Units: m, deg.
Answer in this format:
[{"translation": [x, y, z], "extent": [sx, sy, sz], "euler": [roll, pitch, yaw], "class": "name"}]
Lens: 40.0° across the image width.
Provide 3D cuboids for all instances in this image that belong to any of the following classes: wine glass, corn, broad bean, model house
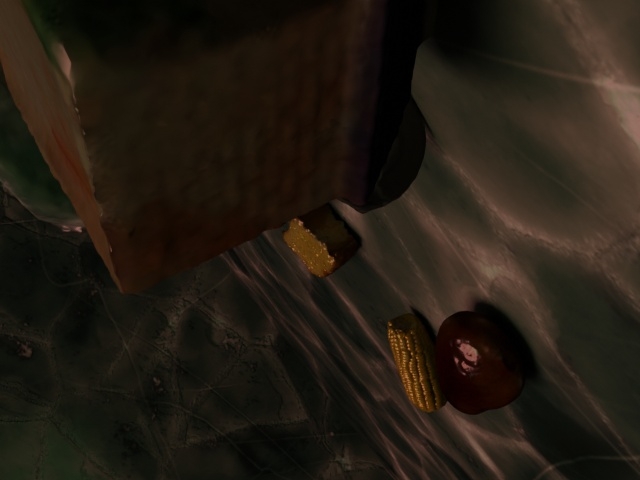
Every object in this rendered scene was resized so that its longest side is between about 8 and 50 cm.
[{"translation": [-0.005, -0.104, 0.861], "extent": [0.126, 0.126, 0.241], "euler": [57, 164, -24], "class": "wine glass"}, {"translation": [0.144, 0.182, 1.281], "extent": [0.067, 0.067, 0.206], "euler": [40, 160, 45], "class": "corn"}, {"translation": [0.179, 0.139, 0.996], "extent": [0.114, 0.084, 0.165], "euler": [32, 157, 12], "class": "broad bean"}, {"translation": [-0.072, -0.167, 0.592], "extent": [0.312, 0.280, 0.245], "euler": [52, 157, 34], "class": "model house"}]

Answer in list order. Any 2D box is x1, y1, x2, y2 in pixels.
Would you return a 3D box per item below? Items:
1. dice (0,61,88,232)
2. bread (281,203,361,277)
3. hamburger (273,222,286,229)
[{"translation": [-0.276, -0.237, 0.985], "extent": [0.330, 0.328, 0.348], "euler": [41, 164, 44], "class": "dice"}, {"translation": [0.000, 0.000, 1.297], "extent": [0.103, 0.065, 0.187], "euler": [52, 170, 6], "class": "bread"}, {"translation": [-0.123, -0.109, 1.352], "extent": [0.231, 0.107, 0.231], "euler": [44, 159, 22], "class": "hamburger"}]
